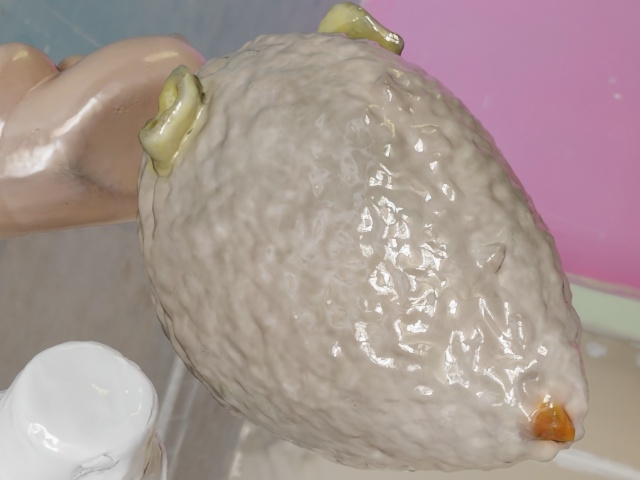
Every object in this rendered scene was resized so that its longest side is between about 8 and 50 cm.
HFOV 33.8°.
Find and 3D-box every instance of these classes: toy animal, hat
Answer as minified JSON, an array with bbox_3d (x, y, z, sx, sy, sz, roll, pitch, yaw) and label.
[{"bbox_3d":[0.005,0.002,0.586,0.188,0.358,0.226,-22,123,-34],"label":"toy animal"},{"bbox_3d":[-0.193,-0.075,0.813,0.154,0.250,0.166,-123,-161,-57],"label":"toy animal"},{"bbox_3d":[-0.211,0.165,0.906,0.126,0.203,0.203,-61,176,38],"label":"hat"}]
